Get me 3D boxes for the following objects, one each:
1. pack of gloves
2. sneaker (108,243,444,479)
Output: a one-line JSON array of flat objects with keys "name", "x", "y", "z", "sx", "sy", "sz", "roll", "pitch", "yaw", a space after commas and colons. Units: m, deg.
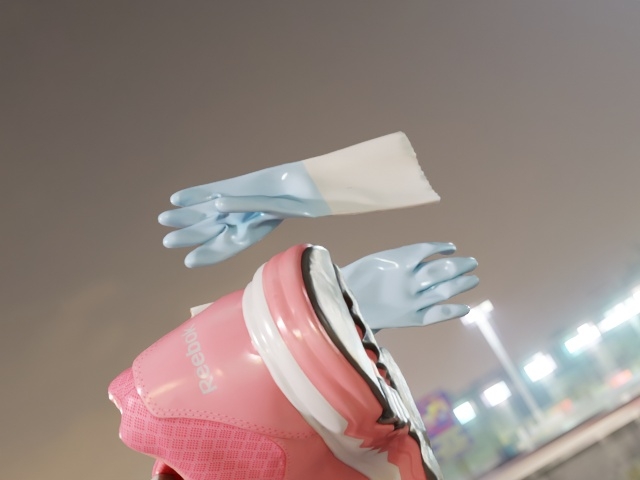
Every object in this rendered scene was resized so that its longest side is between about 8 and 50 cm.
[{"name": "pack of gloves", "x": 0.000, "y": 0.000, "z": 1.491, "sx": 0.232, "sy": 0.195, "sz": 0.046, "roll": -16, "pitch": -37, "yaw": -17}, {"name": "sneaker", "x": -0.017, "y": 0.110, "z": 0.993, "sx": 0.136, "sy": 0.116, "sz": 0.314, "roll": -24, "pitch": -33, "yaw": 4}]
